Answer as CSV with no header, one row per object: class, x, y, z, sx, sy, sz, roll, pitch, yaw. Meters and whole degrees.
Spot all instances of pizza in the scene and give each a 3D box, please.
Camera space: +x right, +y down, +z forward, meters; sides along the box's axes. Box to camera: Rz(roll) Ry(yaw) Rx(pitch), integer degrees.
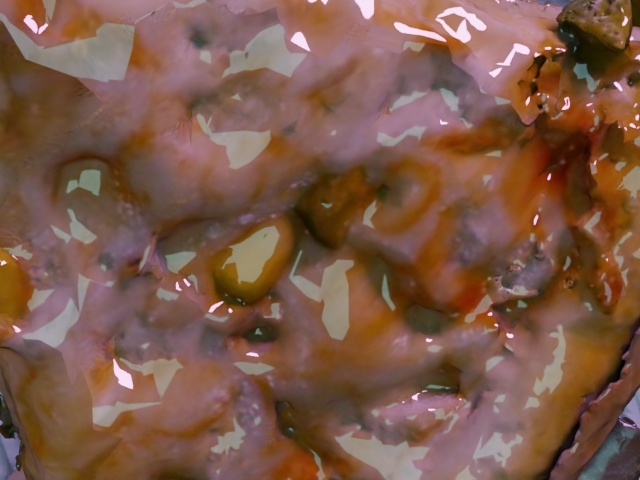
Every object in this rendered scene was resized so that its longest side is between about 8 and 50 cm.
pizza,0.022,0.021,0.774,0.392,0.080,0.435,-16,110,-7

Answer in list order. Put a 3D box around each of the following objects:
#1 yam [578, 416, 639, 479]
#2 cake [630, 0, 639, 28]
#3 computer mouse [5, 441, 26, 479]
yam,0.092,0.193,0.928,0.061,0.061,0.253,39,89,-11
cake,0.232,-0.175,0.840,0.260,0.156,0.179,27,76,22
computer mouse,-0.084,0.198,0.885,0.236,0.082,0.145,38,88,-6
